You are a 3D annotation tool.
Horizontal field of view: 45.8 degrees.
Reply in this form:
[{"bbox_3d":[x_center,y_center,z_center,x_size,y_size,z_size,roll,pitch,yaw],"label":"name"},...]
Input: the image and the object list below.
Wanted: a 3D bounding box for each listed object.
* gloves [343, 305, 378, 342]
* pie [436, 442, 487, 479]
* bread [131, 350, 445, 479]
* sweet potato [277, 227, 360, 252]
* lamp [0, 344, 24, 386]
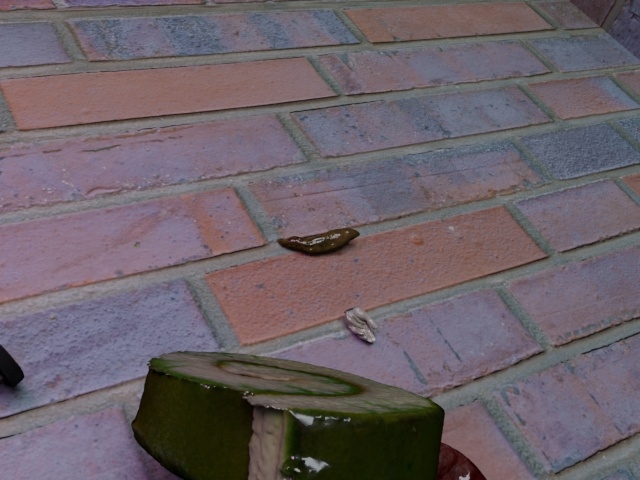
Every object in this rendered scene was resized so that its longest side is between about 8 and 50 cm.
[{"bbox_3d":[0.066,0.134,1.256,0.044,0.037,0.081,-28,73,2],"label":"gloves"},{"bbox_3d":[0.149,0.371,1.046,0.204,0.054,0.219,-16,52,-32],"label":"pie"},{"bbox_3d":[-0.039,0.227,0.906,0.366,0.382,0.129,9,88,-6],"label":"bread"},{"bbox_3d":[0.001,0.003,1.365,0.153,0.038,0.041,-7,28,-16],"label":"sweet potato"},{"bbox_3d":[-0.565,0.201,0.923,0.371,0.130,0.108,-24,69,-25],"label":"lamp"}]
